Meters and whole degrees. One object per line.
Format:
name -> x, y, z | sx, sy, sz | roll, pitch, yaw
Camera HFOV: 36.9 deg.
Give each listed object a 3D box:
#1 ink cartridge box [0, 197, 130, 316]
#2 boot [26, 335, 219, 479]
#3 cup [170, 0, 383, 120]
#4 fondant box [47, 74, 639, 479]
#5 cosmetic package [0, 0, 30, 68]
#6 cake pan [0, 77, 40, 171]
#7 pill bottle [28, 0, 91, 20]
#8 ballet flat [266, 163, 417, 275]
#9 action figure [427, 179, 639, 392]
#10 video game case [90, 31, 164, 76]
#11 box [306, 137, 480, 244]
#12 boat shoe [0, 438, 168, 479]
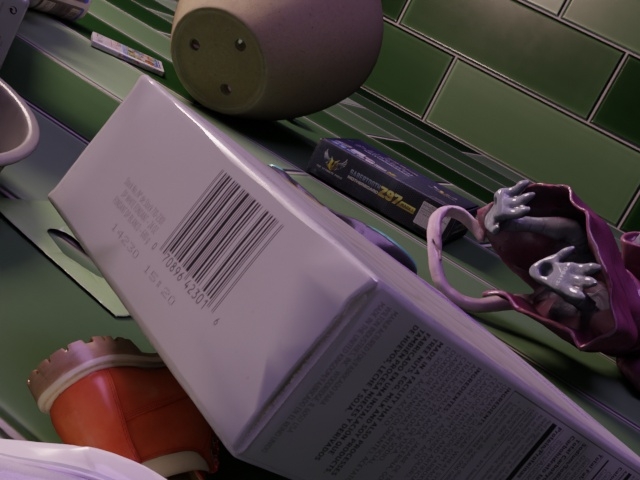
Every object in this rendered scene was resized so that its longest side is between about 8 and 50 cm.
ink cartridge box -> -0.121, -0.006, 0.775 | 0.171, 0.056, 0.235 | 36, 14, 29
boot -> -0.075, 0.098, 0.503 | 0.084, 0.059, 0.158 | 52, 19, 22
cup -> -0.100, -0.317, 1.494 | 0.331, 0.331, 0.237 | 30, 40, 11
fondant box -> 0.030, 0.062, 0.559 | 0.330, 0.096, 0.238 | 36, 4, -44
cosmetic package -> -0.510, -0.347, 1.192 | 0.284, 0.097, 0.377 | 24, 15, -22
cake pan -> -0.352, -0.113, 0.693 | 0.293, 0.054, 0.293 | 28, 17, -9
pill bottle -> -0.450, -0.413, 1.573 | 0.078, 0.078, 0.137 | 36, 17, 32
ballet flat -> 0.000, 0.000, 0.962 | 0.203, 0.074, 0.074 | 35, 15, 7
action figure -> 0.330, 0.092, 1.114 | 0.276, 0.248, 0.370 | -15, -32, 38
video game case -> -0.316, -0.305, 1.569 | 0.122, 0.011, 0.087 | 22, 14, -20
box -> 0.114, -0.078, 1.441 | 0.233, 0.059, 0.183 | 31, 13, 15
boat shoe -> -0.129, 0.105, 0.350 | 0.184, 0.066, 0.063 | 25, 28, -16
